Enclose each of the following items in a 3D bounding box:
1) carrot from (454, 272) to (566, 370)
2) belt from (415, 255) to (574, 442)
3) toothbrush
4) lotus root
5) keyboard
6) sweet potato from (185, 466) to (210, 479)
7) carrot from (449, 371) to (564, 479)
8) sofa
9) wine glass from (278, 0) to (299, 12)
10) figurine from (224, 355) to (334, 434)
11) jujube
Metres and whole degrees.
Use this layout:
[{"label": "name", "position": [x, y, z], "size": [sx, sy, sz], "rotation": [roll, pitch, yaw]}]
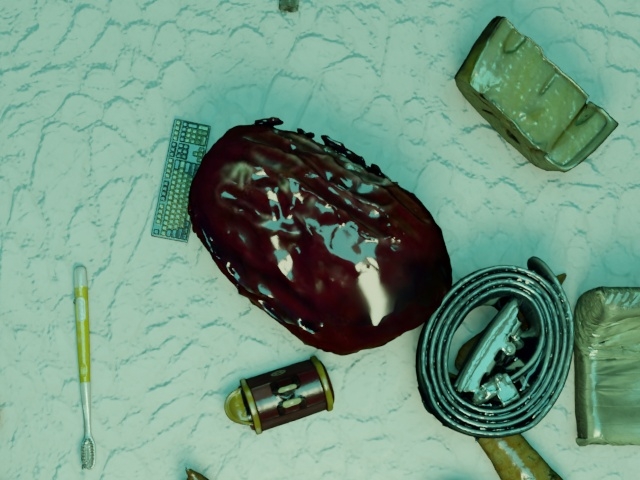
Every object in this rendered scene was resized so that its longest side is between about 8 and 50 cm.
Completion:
[{"label": "carrot", "position": [0.280, 0.118, 1.831], "size": [0.216, 0.048, 0.048], "rotation": [-39, 86, -12]}, {"label": "belt", "position": [0.242, 0.143, 1.738], "size": [0.206, 0.116, 0.267], "rotation": [21, 80, 3]}, {"label": "toothbrush", "position": [-0.334, 0.178, 1.789], "size": [0.021, 0.024, 0.288], "rotation": [-4, 82, -2]}, {"label": "lotus root", "position": [0.301, -0.203, 1.827], "size": [0.235, 0.138, 0.119], "rotation": [43, 87, 2]}, {"label": "keyboard", "position": [-0.203, -0.087, 1.840], "size": [0.055, 0.014, 0.176], "rotation": [11, 82, -5]}, {"label": "sweet potato", "position": [-0.161, 0.411, 1.756], "size": [0.068, 0.068, 0.226], "rotation": [-5, 101, -4]}, {"label": "carrot", "position": [0.246, 0.279, 1.795], "size": [0.078, 0.078, 0.298], "rotation": [-39, 82, -8]}, {"label": "sofa", "position": [0.463, 0.177, 1.765], "size": [0.210, 0.176, 0.225], "rotation": [2, 82, -4]}, {"label": "wine glass", "position": [-0.047, -0.381, 1.878], "size": [0.042, 0.039, 0.083], "rotation": [6, 86, -5]}, {"label": "figurine", "position": [-0.057, 0.221, 1.766], "size": [0.154, 0.098, 0.082], "rotation": [-17, 87, -8]}, {"label": "jujube", "position": [0.000, 0.000, 1.736], "size": [0.377, 0.258, 0.258], "rotation": [36, 82, 11]}]
